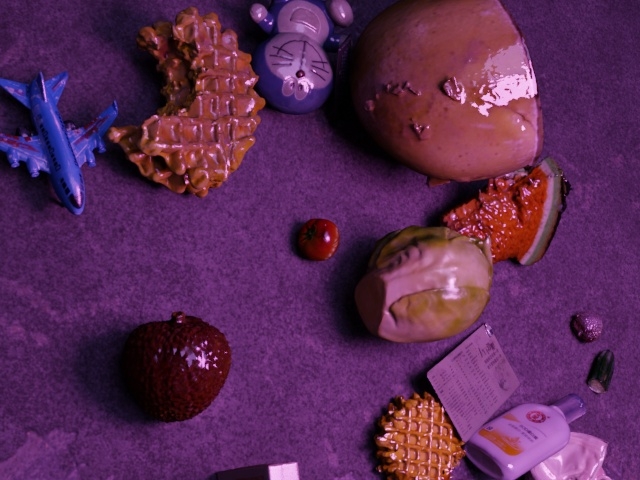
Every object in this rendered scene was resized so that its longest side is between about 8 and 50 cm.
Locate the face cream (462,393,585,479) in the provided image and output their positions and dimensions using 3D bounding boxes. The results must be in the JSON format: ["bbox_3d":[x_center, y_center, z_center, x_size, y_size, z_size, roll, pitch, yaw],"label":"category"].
[{"bbox_3d":[0.438,0.397,1.844,0.291,0.144,0.071,-19,123,-31],"label":"face cream"}]

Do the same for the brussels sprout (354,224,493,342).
[{"bbox_3d":[0.205,0.080,1.739,0.294,0.259,0.227,-18,90,-32],"label":"brussels sprout"}]

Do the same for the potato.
[{"bbox_3d":[0.221,-0.302,1.819,0.319,0.385,0.442,-15,36,-4],"label":"potato"}]

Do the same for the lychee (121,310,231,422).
[{"bbox_3d":[-0.243,0.209,1.500,0.194,0.194,0.194,9,70,-26],"label":"lychee"}]

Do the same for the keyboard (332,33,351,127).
[{"bbox_3d":[0.044,-0.326,1.829,0.010,0.198,0.063,20,49,15],"label":"keyboard"}]

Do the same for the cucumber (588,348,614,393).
[{"bbox_3d":[0.645,0.295,2.037,0.048,0.048,0.105,38,56,-13],"label":"cucumber"}]

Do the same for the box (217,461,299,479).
[{"bbox_3d":[-0.102,0.446,1.490,0.058,0.201,0.141,1,75,-33],"label":"box"}]

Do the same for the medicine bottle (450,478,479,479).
[{"bbox_3d":[0.240,0.638,1.636,0.282,0.123,0.375,-1,84,-30],"label":"medicine bottle"}]

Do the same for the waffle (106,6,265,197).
[{"bbox_3d":[-0.240,-0.250,1.645,0.261,0.151,0.324,30,64,-41],"label":"waffle"}]

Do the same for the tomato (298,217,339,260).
[{"bbox_3d":[0.000,0.000,1.758,0.075,0.087,0.087,33,57,-48],"label":"tomato"}]

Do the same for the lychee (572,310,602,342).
[{"bbox_3d":[0.611,0.198,2.040,0.083,0.068,0.067,-41,138,-35],"label":"lychee"}]

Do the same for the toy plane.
[{"bbox_3d":[-0.462,-0.166,1.543,0.254,0.105,0.271,-13,82,-30],"label":"toy plane"}]

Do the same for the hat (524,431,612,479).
[{"bbox_3d":[0.518,0.535,1.866,0.219,0.164,0.226,-21,113,-35],"label":"hat"}]

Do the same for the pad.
[{"bbox_3d":[0.324,0.287,1.844,0.265,0.009,0.159,-29,90,-47],"label":"pad"}]

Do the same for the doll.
[{"bbox_3d":[-0.051,-0.385,1.807,0.228,0.154,0.258,16,66,-21],"label":"doll"}]

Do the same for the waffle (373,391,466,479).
[{"bbox_3d":[0.194,0.401,1.746,0.197,0.070,0.193,47,59,-11],"label":"waffle"}]

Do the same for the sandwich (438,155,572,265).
[{"bbox_3d":[0.375,-0.052,1.944,0.301,0.250,0.162,-15,39,-23],"label":"sandwich"}]
